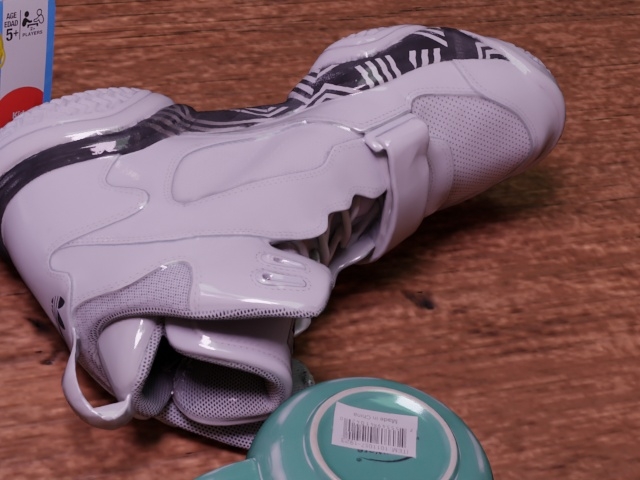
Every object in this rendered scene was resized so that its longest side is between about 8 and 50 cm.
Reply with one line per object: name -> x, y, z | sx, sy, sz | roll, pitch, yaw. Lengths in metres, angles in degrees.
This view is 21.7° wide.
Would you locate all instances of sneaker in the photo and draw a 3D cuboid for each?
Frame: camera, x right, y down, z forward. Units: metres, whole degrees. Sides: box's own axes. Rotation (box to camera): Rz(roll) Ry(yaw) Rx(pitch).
sneaker -> 0.000, 0.000, 0.959 | 0.366, 0.137, 0.210 | -11, 48, -17

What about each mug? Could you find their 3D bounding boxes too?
mug -> 0.013, 0.138, 0.837 | 0.158, 0.097, 0.129 | -28, 56, -36

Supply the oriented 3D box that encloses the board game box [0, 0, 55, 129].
board game box -> -0.364, -0.128, 0.945 | 0.308, 0.086, 0.302 | 27, 30, 34
